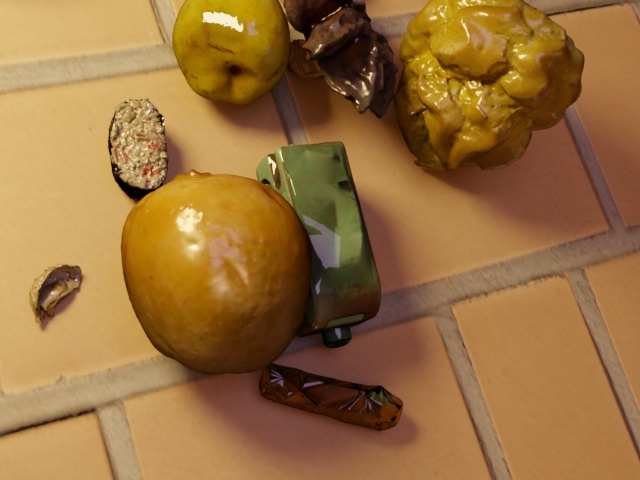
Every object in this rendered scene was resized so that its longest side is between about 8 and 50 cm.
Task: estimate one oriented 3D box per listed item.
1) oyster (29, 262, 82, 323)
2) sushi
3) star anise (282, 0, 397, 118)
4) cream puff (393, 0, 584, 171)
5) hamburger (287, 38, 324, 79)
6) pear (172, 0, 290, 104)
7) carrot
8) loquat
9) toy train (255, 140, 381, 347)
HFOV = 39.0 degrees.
[{"bbox_3d":[-0.384,0.073,1.303,0.083,0.038,0.081,-12,102,-51],"label":"oyster"},{"bbox_3d":[-0.279,-0.139,1.380,0.090,0.078,0.150,-1,73,-20],"label":"sushi"},{"bbox_3d":[0.030,-0.345,1.453,0.117,0.331,0.332,-33,84,16],"label":"star anise"},{"bbox_3d":[0.250,-0.241,1.477,0.291,0.324,0.257,37,81,-36],"label":"cream puff"},{"bbox_3d":[-0.022,-0.311,1.553,0.083,0.044,0.076,6,72,-17],"label":"hamburger"},{"bbox_3d":[-0.140,-0.319,1.434,0.200,0.200,0.200,7,70,-18],"label":"pear"},{"bbox_3d":[0.013,0.236,1.369,0.228,0.069,0.069,16,67,-14],"label":"carrot"},{"bbox_3d":[-0.151,0.044,1.269,0.276,0.276,0.284,0,93,-20],"label":"loquat"},{"bbox_3d":[0.000,0.000,1.392,0.129,0.159,0.326,-9,76,-20],"label":"toy train"}]
